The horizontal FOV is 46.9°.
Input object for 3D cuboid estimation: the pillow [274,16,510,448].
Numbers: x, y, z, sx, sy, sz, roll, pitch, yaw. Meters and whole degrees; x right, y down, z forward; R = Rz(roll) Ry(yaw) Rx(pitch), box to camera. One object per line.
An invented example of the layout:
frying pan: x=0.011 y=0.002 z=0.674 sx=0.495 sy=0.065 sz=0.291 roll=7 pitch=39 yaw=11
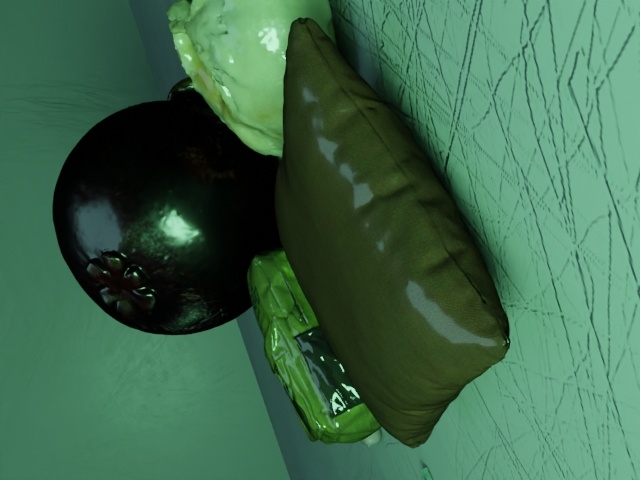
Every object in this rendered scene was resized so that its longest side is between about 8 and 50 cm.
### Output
pillow: x=0.043 y=0.009 z=0.647 sx=0.308 sy=0.108 sz=0.305 roll=62 pitch=164 yaw=22

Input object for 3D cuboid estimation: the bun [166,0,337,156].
bun: x=-0.080 y=-0.213 z=0.773 sx=0.287 sy=0.146 sz=0.287 roll=161 pitch=90 yaw=-79

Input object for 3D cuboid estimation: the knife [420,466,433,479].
knife: x=0.148 y=0.374 z=0.935 sx=0.028 sy=0.015 sz=0.210 roll=-122 pitch=18 yaw=-63

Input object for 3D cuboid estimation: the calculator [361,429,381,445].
calculator: x=0.048 y=0.228 z=1.104 sx=0.100 sy=0.032 sz=0.175 roll=-173 pitch=65 yaw=-75

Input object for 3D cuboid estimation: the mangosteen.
mangosteen: x=-0.215 y=-0.061 z=1.186 sx=0.435 sy=0.382 sz=0.382 roll=-65 pitch=-26 yaw=-47

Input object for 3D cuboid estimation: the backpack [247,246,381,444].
backpack: x=0.002 y=0.118 z=0.887 sx=0.253 sy=0.140 sz=0.207 roll=62 pitch=167 yaw=16
